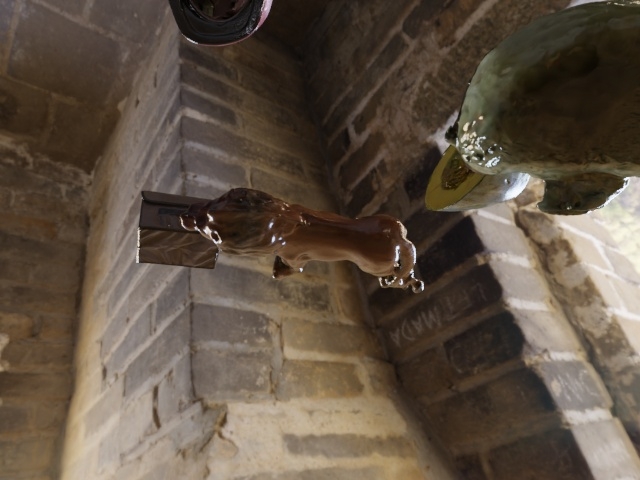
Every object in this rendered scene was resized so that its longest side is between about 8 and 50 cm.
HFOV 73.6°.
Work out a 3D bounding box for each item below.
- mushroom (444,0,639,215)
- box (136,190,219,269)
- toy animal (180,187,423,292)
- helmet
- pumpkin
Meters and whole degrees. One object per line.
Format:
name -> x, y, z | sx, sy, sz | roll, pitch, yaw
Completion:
mushroom -> 0.325, -0.141, 0.472 | 0.345, 0.247, 0.130 | 18, -171, 17
box -> -0.433, -0.027, 1.326 | 0.253, 0.153, 0.188 | 8, 138, -18
toy animal -> 0.000, 0.000, 0.504 | 0.313, 0.097, 0.157 | 8, 171, -7
helmet -> -0.176, -0.483, 0.806 | 0.199, 0.253, 0.154 | -3, -171, 7
pumpkin -> 0.306, -0.129, 0.798 | 0.110, 0.217, 0.217 | 27, 140, -10
